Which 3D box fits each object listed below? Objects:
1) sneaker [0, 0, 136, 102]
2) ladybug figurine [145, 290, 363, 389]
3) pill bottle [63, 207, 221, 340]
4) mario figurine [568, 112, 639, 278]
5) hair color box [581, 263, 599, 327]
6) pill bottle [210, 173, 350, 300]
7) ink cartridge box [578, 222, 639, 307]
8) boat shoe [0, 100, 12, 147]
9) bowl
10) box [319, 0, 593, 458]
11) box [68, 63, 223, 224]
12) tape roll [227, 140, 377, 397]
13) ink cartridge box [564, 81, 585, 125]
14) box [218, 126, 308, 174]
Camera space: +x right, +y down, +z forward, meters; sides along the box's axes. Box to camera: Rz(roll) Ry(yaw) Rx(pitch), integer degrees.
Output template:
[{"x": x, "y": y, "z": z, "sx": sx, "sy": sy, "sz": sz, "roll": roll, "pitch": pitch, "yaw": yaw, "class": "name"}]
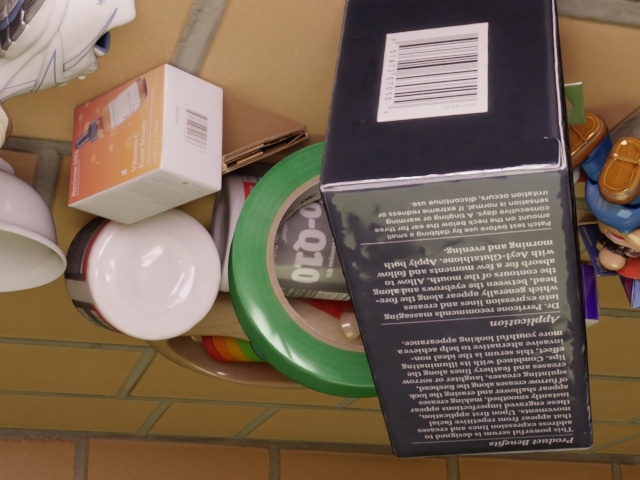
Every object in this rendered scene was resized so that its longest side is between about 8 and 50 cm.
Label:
[{"x": -0.288, "y": -0.185, "z": 1.196, "sx": 0.129, "sy": 0.111, "sz": 0.297, "roll": 7, "pitch": 161, "yaw": -36, "class": "sneaker"}, {"x": -0.098, "y": 0.119, "z": 1.891, "sx": 0.449, "sy": 0.162, "sz": 0.305, "roll": -3, "pitch": 149, "yaw": 41, "class": "ladybug figurine"}, {"x": -0.261, "y": 0.043, "z": 1.660, "sx": 0.176, "sy": 0.176, "sz": 0.318, "roll": 7, "pitch": 177, "yaw": -20, "class": "pill bottle"}, {"x": 0.384, "y": -0.026, "z": 1.541, "sx": 0.170, "sy": 0.198, "sz": 0.320, "roll": -22, "pitch": 149, "yaw": 20, "class": "mario figurine"}, {"x": 0.271, "y": 0.097, "z": 1.998, "sx": 0.338, "sy": 0.110, "sz": 0.185, "roll": 5, "pitch": 161, "yaw": -19, "class": "hair color box"}, {"x": 0.000, "y": 0.000, "z": 1.635, "sx": 0.283, "sy": 0.161, "sz": 0.161, "roll": 5, "pitch": 160, "yaw": -15, "class": "pill bottle"}, {"x": 0.540, "y": 0.031, "z": 1.732, "sx": 0.311, "sy": 0.065, "sz": 0.186, "roll": 1, "pitch": -155, "yaw": 1, "class": "ink cartridge box"}, {"x": -0.395, "y": -0.166, "z": 1.091, "sx": 0.095, "sy": 0.095, "sz": 0.257, "roll": -23, "pitch": 117, "yaw": 43, "class": "boat shoe"}, {"x": -0.479, "y": -0.035, "z": 1.562, "sx": 0.297, "sy": 0.134, "sz": 0.298, "roll": -1, "pitch": 161, "yaw": 0, "class": "bowl"}, {"x": 0.150, "y": -0.015, "z": 1.195, "sx": 0.211, "sy": 0.294, "sz": 0.396, "roll": -5, "pitch": 134, "yaw": 12, "class": "box"}, {"x": -0.202, "y": -0.107, "z": 1.374, "sx": 0.170, "sy": 0.130, "sz": 0.091, "roll": -18, "pitch": 155, "yaw": 39, "class": "box"}, {"x": 0.046, "y": 0.032, "z": 1.488, "sx": 0.321, "sy": 0.321, "sz": 0.077, "roll": 2, "pitch": 161, "yaw": -8, "class": "tape roll"}, {"x": 0.183, "y": -0.165, "z": 1.320, "sx": 0.209, "sy": 0.062, "sz": 0.109, "roll": -5, "pitch": 159, "yaw": 13, "class": "ink cartridge box"}, {"x": -0.135, "y": -0.087, "z": 1.475, "sx": 0.201, "sy": 0.021, "sz": 0.164, "roll": -19, "pitch": -173, "yaw": 39, "class": "box"}]
